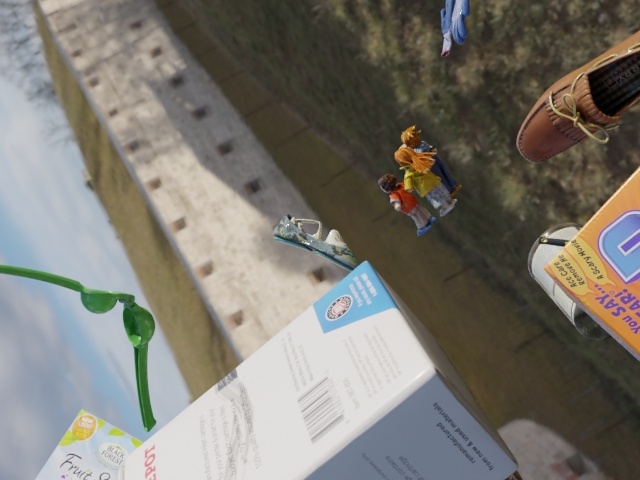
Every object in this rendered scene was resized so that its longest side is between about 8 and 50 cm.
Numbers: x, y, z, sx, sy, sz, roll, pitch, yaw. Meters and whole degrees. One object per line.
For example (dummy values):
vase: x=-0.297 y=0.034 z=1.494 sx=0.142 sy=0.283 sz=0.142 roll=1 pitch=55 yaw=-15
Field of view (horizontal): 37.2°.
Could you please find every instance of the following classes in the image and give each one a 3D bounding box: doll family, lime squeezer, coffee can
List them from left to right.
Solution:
lime squeezer: x=-0.285 y=0.105 z=1.232 sx=0.310 sy=0.110 sz=0.059 roll=53 pitch=173 yaw=-27
doll family: x=0.210 y=-0.143 z=1.911 sx=0.163 sy=0.118 sz=0.263 roll=49 pitch=-149 yaw=-9
coffee can: x=0.696 y=0.103 z=2.508 sx=0.275 sy=0.201 sz=0.202 roll=-116 pitch=2 yaw=-59

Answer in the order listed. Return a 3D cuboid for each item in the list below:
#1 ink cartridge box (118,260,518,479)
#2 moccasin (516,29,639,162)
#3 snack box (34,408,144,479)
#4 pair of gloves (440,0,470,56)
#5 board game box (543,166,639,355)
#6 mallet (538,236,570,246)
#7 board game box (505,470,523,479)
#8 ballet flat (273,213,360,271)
ink cartridge box: x=-0.023 y=0.247 z=1.057 sx=0.166 sy=0.395 sz=0.285 roll=49 pitch=-174 yaw=-23
moccasin: x=0.553 y=-0.278 z=1.903 sx=0.139 sy=0.380 sz=0.147 roll=53 pitch=-149 yaw=-10
snack box: x=-0.294 y=0.350 z=1.239 sx=0.174 sy=0.207 sz=0.070 roll=20 pitch=157 yaw=27
pair of gloves: x=0.258 y=-0.439 z=1.816 sx=0.198 sy=0.023 sz=0.159 roll=137 pitch=138 yaw=-83
board game box: x=0.632 y=0.059 z=1.525 sx=0.356 sy=0.356 sz=0.356 roll=45 pitch=-173 yaw=22
mallet: x=0.596 y=0.001 z=2.175 sx=0.189 sy=0.062 sz=0.039 roll=15 pitch=178 yaw=25
board game box: x=0.423 y=0.574 z=2.106 sx=0.281 sy=0.027 sz=0.145 roll=57 pitch=-148 yaw=-8
ballet flat: x=0.000 y=0.000 z=1.771 sx=0.188 sy=0.070 sz=0.070 roll=23 pitch=158 yaw=18
